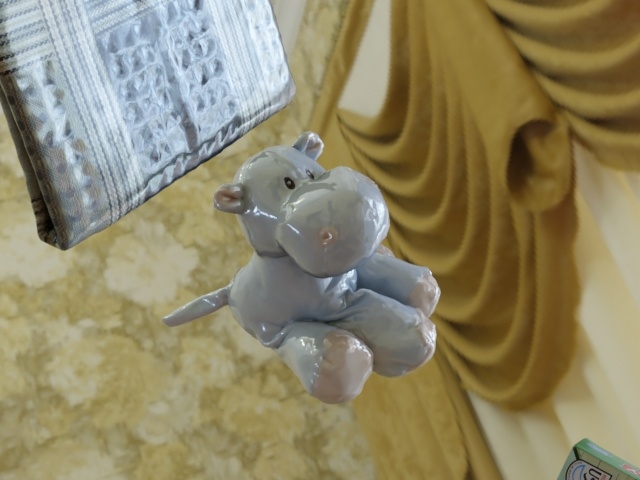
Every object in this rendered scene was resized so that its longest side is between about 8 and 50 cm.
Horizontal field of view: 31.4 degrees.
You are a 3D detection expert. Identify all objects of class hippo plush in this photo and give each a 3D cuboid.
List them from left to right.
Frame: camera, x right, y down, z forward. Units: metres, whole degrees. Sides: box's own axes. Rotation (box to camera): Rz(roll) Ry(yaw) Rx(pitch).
[{"bbox_3d":[0.000,0.000,1.225,0.234,0.294,0.236,-32,-48,-38],"label":"hippo plush"}]

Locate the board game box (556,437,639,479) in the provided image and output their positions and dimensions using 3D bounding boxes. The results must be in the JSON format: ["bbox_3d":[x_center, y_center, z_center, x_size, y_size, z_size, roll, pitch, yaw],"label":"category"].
[{"bbox_3d":[0.213,0.332,0.812,0.046,0.214,0.317,5,-70,-65],"label":"board game box"}]

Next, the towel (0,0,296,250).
[{"bbox_3d":[-0.145,-0.196,0.797,0.056,0.324,0.312,-1,25,32],"label":"towel"}]
